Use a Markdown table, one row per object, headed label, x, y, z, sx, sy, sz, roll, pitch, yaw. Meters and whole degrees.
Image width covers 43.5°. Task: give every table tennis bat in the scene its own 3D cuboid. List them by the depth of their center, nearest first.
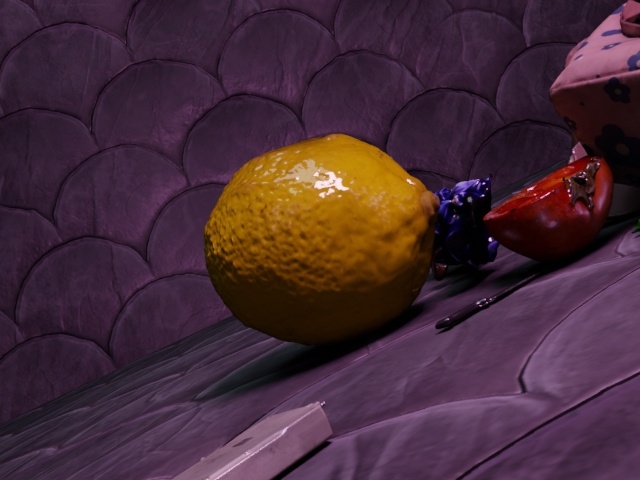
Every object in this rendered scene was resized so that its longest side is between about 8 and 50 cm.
| label | x | y | z | sx | sy | sz | roll | pitch | yaw |
| --- | --- | --- | --- | --- | --- | --- | --- | --- | --- |
| table tennis bat | 0.352 | -0.080 | 1.027 | 0.220 | 0.130 | 0.019 | -18 | -30 | 30 |

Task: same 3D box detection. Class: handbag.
| label | x | y | z | sx | sy | sz | roll | pitch | yaw |
| --- | --- | --- | --- | --- | --- | --- | --- | --- | --- |
| handbag | 0.413 | -0.178 | 0.874 | 0.193 | 0.190 | 0.251 | -54 | 26 | -21 |

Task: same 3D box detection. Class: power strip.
| label | x | y | z | sx | sy | sz | roll | pitch | yaw |
| --- | --- | --- | --- | --- | --- | --- | --- | --- | --- |
| power strip | -0.074 | 0.174 | 0.577 | 0.226 | 0.029 | 0.080 | -26 | 0 | -39 |

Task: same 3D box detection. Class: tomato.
| label | x | y | z | sx | sy | sz | roll | pitch | yaw |
| --- | --- | --- | --- | --- | --- | --- | --- | --- | --- |
| tomato | 0.271 | -0.027 | 0.915 | 0.159 | 0.091 | 0.139 | -35 | 5 | -28 |

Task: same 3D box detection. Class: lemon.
| label | x | y | z | sx | sy | sz | roll | pitch | yaw |
| --- | --- | --- | --- | --- | --- | --- | --- | --- | --- |
| lemon | 0.000 | 0.000 | 1.012 | 0.321 | 0.268 | 0.268 | -30 | -3 | 38 |

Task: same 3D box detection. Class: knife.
| label | x | y | z | sx | sy | sz | roll | pitch | yaw |
| --- | --- | --- | --- | --- | --- | --- | --- | --- | --- |
| knife | 0.188 | 0.058 | 0.858 | 0.170 | 0.010 | 0.023 | -23 | 0 | -30 |

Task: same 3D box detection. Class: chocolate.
| label | x | y | z | sx | sy | sz | roll | pitch | yaw |
| --- | --- | --- | --- | --- | --- | --- | --- | --- | --- |
| chocolate | 0.195 | -0.010 | 1.103 | 0.148 | 0.126 | 0.343 | -62 | -1 | 1 |

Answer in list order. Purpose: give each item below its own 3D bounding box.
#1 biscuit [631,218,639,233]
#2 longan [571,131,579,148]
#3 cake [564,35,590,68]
| label | x | y | z | sx | sy | sz | roll | pitch | yaw |
| --- | --- | --- | --- | --- | --- | --- | --- | --- | --- |
| biscuit | 0.375 | -0.031 | 0.857 | 0.089 | 0.016 | 0.046 | -25 | -1 | -29 |
| longan | 0.447 | -0.138 | 1.098 | 0.204 | 0.159 | 0.185 | 26 | 61 | 36 |
| cake | 0.617 | -0.283 | 1.392 | 0.308 | 0.237 | 0.230 | -24 | -9 | 36 |
